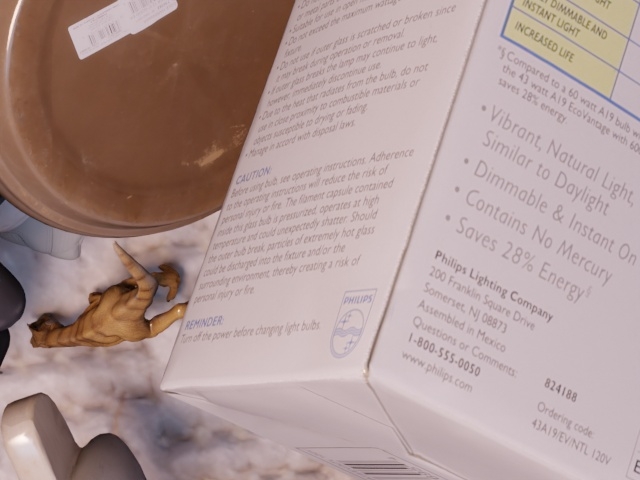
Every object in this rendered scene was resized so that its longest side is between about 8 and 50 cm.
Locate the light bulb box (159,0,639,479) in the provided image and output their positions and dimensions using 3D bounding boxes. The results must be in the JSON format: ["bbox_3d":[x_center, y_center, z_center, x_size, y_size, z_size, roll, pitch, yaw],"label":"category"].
[{"bbox_3d":[0.152,-0.017,1.052,0.358,0.361,0.225,29,160,-28],"label":"light bulb box"}]

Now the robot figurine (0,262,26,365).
[{"bbox_3d":[-0.303,0.020,1.097,0.209,0.173,0.278,-31,135,1],"label":"robot figurine"}]

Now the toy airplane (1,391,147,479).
[{"bbox_3d":[-0.114,0.315,1.288,0.272,0.384,0.386,-5,168,25],"label":"toy airplane"}]

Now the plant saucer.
[{"bbox_3d":[-0.093,-0.122,1.099,0.278,0.041,0.277,-17,124,-27],"label":"plant saucer"}]

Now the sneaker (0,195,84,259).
[{"bbox_3d":[-0.130,-0.093,1.212,0.262,0.099,0.121,-42,140,13],"label":"sneaker"}]

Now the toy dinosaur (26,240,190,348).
[{"bbox_3d":[-0.134,0.049,1.257,0.112,0.064,0.211,-15,170,-37],"label":"toy dinosaur"}]
